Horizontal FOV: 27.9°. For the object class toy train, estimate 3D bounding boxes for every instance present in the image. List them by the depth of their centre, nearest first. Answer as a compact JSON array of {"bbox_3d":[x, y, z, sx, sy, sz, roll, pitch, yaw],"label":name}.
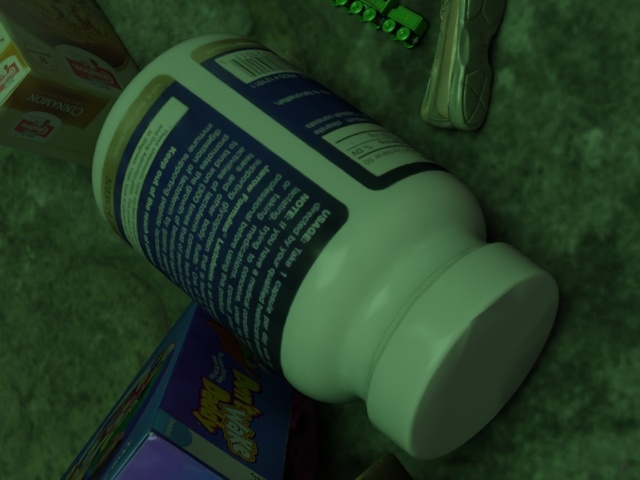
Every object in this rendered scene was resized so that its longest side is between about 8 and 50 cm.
[{"bbox_3d":[0.035,-0.152,0.840,0.083,0.017,0.023,36,92,30],"label":"toy train"}]

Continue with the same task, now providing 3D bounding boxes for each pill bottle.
[{"bbox_3d":[0.000,0.000,0.757,0.265,0.153,0.153,38,102,30],"label":"pill bottle"}]

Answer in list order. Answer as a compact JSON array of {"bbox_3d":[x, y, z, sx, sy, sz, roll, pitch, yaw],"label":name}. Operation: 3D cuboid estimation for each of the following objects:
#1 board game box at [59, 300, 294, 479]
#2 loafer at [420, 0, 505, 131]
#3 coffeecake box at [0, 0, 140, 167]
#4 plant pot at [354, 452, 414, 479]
[{"bbox_3d":[-0.149,0.213,0.770,0.078,0.233,0.347,36,104,-8],"label":"board game box"},{"bbox_3d":[0.085,-0.130,0.792,0.039,0.045,0.125,8,89,39],"label":"loafer"},{"bbox_3d":[-0.214,-0.147,0.916,0.068,0.142,0.185,-43,64,19],"label":"coffeecake box"},{"bbox_3d":[0.043,0.269,0.677,0.230,0.215,0.215,44,106,12],"label":"plant pot"}]
